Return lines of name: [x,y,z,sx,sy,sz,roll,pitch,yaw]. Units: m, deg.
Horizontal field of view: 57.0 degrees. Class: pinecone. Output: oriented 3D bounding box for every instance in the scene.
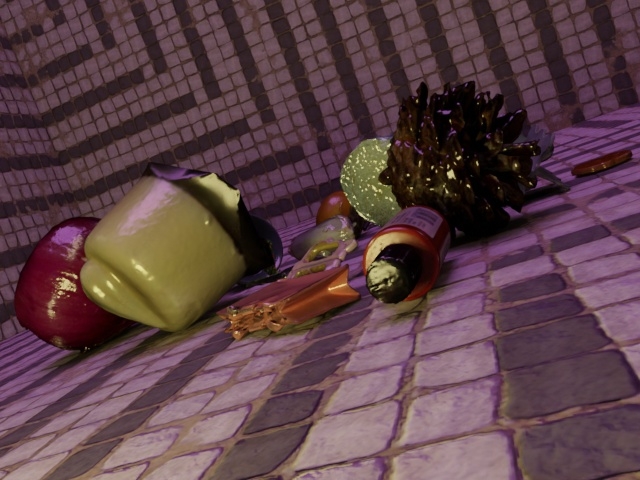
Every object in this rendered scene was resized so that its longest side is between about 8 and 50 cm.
pinecone: [0.247,-0.143,1.056,0.295,0.298,0.242,6,27,45]

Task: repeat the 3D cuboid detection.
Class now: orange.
orange: [0.060,-0.064,1.693,0.134,0.155,0.154,25,20,13]

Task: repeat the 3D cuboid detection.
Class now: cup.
cup: [-0.216,0.045,1.580,0.199,0.199,0.150,-24,-11,-29]

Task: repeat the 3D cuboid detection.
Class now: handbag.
handbag: [-0.055,0.100,0.944,0.157,0.059,0.212,-24,5,-40]

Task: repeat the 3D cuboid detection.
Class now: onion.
onion: [-0.532,0.121,1.460,0.385,0.348,0.348,14,8,1]

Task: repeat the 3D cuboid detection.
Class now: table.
table: [0.436,-0.162,1.255,0.166,0.167,0.198,-19,13,13]

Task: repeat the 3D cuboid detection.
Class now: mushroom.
mushroom: [-0.001,0.000,1.539,0.096,0.099,0.278,-18,0,-40]

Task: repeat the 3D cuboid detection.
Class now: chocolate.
chocolate: [-0.318,0.047,1.234,0.326,0.314,0.297,11,53,26]

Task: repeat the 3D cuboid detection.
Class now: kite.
kite: [-0.164,0.017,1.331,0.189,0.232,0.009,-22,27,51]

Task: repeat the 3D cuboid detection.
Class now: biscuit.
biscuit: [0.616,-0.168,1.292,0.130,0.019,0.102,-21,6,-3]

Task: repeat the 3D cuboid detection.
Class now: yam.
yam: [0.242,-0.169,1.517,0.241,0.241,0.348,-16,4,39]

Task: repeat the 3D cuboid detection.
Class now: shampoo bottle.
shampoo bottle: [0.121,0.021,0.830,0.104,0.104,0.278,-18,6,20]

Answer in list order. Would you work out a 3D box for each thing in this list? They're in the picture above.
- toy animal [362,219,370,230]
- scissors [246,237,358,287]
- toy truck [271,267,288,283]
toy animal: [0.167,-0.096,1.808,0.146,0.115,0.245,-34,16,-27]
scissors: [-0.054,0.066,1.190,0.317,0.024,0.160,-17,33,47]
toy truck: [-0.078,0.086,1.266,0.044,0.039,0.083,-41,17,-31]
